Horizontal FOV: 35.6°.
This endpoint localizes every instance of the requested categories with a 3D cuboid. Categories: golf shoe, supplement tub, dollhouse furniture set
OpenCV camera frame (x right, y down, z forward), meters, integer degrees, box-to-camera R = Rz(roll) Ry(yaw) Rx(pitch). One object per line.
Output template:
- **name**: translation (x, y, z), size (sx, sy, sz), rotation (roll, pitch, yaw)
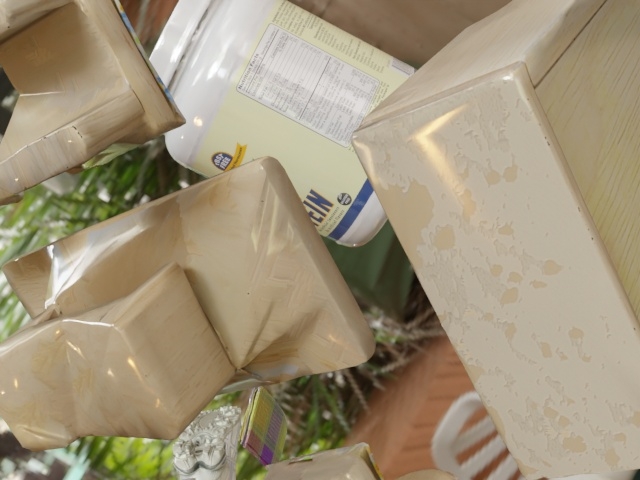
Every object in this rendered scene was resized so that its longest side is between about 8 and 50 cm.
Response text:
- **golf shoe**: translation (-0.118, 0.234, 1.060), size (0.069, 0.086, 0.176), rotation (-9, -169, 6)
- **supplement tub**: translation (-0.043, -0.159, 1.213), size (0.325, 0.235, 0.235), rotation (26, 173, -6)
- **dollhouse furniture set**: translation (0.000, 0.000, 0.540), size (0.394, 0.256, 0.362), rotation (-18, 107, 36)

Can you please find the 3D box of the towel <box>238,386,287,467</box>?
- **towel**: translation (-0.051, 0.174, 0.915), size (0.009, 0.060, 0.083), rotation (1, 150, 22)
